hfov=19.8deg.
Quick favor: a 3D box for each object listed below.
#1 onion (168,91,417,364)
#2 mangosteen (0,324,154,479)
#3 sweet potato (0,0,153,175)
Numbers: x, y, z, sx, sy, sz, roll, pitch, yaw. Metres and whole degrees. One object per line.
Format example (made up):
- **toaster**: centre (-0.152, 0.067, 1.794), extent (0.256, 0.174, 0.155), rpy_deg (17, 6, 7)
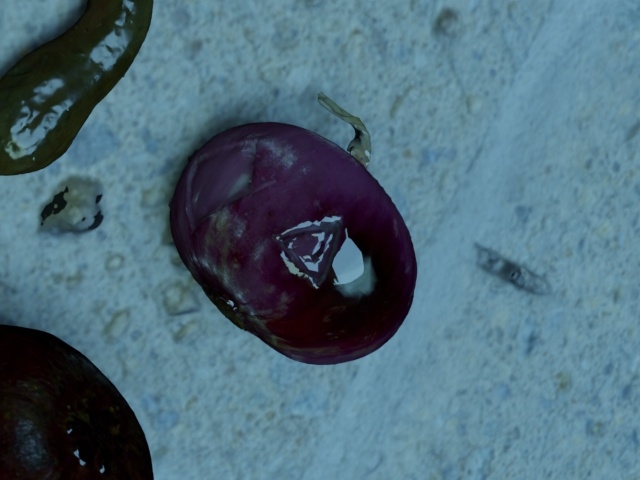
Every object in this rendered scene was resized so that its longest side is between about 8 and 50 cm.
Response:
- **onion**: centre (-0.011, 0.008, 1.456), extent (0.201, 0.200, 0.207), rpy_deg (-20, 123, -27)
- **mangosteen**: centre (-0.258, 0.193, 1.354), extent (0.261, 0.235, 0.235), rpy_deg (-28, 131, 24)
- **sweet potato**: centre (-0.179, -0.141, 1.361), extent (0.081, 0.062, 0.233), rpy_deg (36, 83, -36)
